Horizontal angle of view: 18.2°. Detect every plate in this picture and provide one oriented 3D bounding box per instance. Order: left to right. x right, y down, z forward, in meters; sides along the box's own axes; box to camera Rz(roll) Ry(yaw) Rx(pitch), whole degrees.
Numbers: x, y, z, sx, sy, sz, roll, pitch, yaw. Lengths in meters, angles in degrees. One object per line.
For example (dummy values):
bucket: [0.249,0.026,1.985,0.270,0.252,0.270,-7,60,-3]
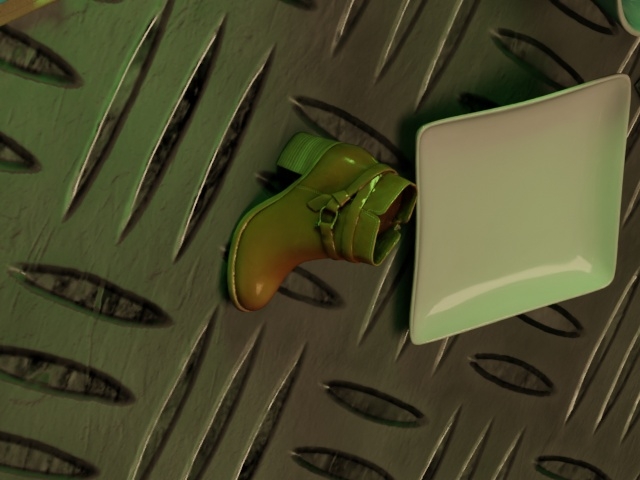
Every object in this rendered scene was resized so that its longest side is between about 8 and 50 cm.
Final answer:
plate: [0.212,-0.041,2.208,0.278,0.045,0.277,-16,124,-24]

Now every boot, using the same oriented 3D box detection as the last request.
boot: [0.000,0.000,1.938,0.073,0.152,0.197,17,98,-53]

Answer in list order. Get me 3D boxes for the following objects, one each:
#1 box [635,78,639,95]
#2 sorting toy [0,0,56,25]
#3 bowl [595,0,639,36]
box: [0.439,-0.182,2.456,0.094,0.027,0.137,-54,142,-14]
sorting toy: [-0.278,-0.291,1.528,0.229,0.041,0.307,-29,131,-37]
bowl: [0.331,-0.386,2.072,0.311,0.163,0.311,-41,149,-31]
